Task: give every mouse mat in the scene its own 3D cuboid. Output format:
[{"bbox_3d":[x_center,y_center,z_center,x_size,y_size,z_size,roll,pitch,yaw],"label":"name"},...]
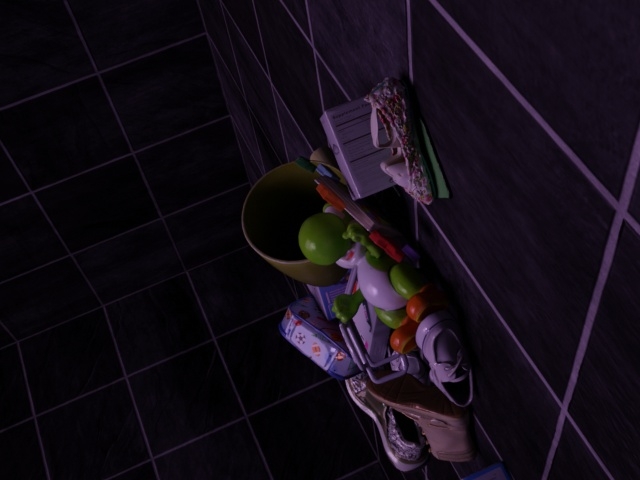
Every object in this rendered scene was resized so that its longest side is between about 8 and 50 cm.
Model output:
[{"bbox_3d":[0.176,-0.143,1.437,0.190,0.007,0.152,-164,52,-78],"label":"mouse mat"}]

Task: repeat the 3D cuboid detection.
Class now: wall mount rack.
[{"bbox_3d":[0.104,0.168,1.906,0.350,0.130,0.304,-64,-50,-88],"label":"wall mount rack"}]

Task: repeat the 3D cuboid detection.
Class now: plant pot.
[{"bbox_3d":[-0.021,-0.003,1.990,0.274,0.275,0.293,62,178,30],"label":"plant pot"}]

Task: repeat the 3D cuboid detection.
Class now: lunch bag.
[{"bbox_3d":[0.043,0.289,2.448,0.303,0.243,0.115,38,116,21],"label":"lunch bag"}]

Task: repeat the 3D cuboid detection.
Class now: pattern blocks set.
[{"bbox_3d":[0.082,-0.069,1.682,0.325,0.026,0.285,42,-168,16],"label":"pattern blocks set"}]

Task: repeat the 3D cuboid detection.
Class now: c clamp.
[{"bbox_3d":[0.127,-0.120,1.735,0.160,0.022,0.137,94,152,-70],"label":"c clamp"}]

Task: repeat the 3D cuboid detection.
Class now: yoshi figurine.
[{"bbox_3d":[0.080,0.061,1.670,0.362,0.203,0.203,48,179,28],"label":"yoshi figurine"}]

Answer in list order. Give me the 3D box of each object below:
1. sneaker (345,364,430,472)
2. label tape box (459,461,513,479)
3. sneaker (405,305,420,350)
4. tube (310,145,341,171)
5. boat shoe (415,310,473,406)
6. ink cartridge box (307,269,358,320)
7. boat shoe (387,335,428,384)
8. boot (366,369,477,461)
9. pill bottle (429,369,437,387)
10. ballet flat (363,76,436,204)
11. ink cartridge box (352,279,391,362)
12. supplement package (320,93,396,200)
[{"bbox_3d":[0.215,0.487,2.446,0.410,0.158,0.182,56,156,24],"label":"sneaker"},{"bbox_3d":[0.392,0.649,1.829,0.333,0.106,0.240,90,157,-67],"label":"label tape box"},{"bbox_3d":[0.206,0.174,1.929,0.071,0.066,0.188,42,-153,-70],"label":"sneaker"},{"bbox_3d":[0.056,-0.132,2.023,0.070,0.062,0.240,1,-132,-51],"label":"tube"},{"bbox_3d":[0.261,0.246,1.633,0.088,0.096,0.267,53,165,43],"label":"boat shoe"},{"bbox_3d":[0.000,0.000,2.373,0.270,0.151,0.395,-123,12,-50],"label":"ink cartridge box"},{"bbox_3d":[0.213,0.314,2.113,0.226,0.083,0.075,-139,26,-72],"label":"boat shoe"},{"bbox_3d":[0.242,0.418,1.918,0.262,0.095,0.203,11,137,33],"label":"boot"},{"bbox_3d":[0.276,0.319,1.884,0.083,0.043,0.043,79,165,-51],"label":"pill bottle"},{"bbox_3d":[0.131,-0.161,1.388,0.091,0.077,0.241,-134,22,-65],"label":"ballet flat"},{"bbox_3d":[0.116,0.167,2.191,0.239,0.060,0.275,-122,28,-42],"label":"ink cartridge box"},{"bbox_3d":[0.082,-0.179,1.565,0.105,0.105,0.179,-174,61,-85],"label":"supplement package"}]
